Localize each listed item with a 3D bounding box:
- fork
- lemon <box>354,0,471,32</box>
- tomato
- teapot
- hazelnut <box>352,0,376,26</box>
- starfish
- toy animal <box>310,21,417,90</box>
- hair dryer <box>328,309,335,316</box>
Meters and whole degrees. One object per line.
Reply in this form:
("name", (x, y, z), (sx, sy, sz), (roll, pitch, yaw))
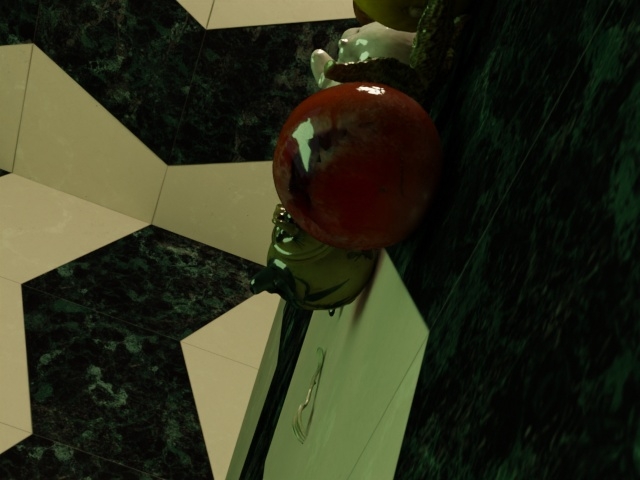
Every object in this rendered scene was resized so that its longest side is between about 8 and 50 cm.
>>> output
("fork", (-0.020, 0.254, 1.541), (0.219, 0.028, 0.034), (-75, 3, -54))
("lemon", (0.144, -0.433, 1.381), (0.240, 0.241, 0.219), (116, 152, -56))
("tomato", (0.043, -0.089, 1.087), (0.208, 0.208, 0.184), (-69, -15, 12))
("teapot", (0.000, 0.000, 1.391), (0.269, 0.173, 0.182), (-42, -44, -13))
("hazelnut", (0.168, -0.512, 1.951), (0.186, 0.210, 0.210), (-46, -7, -24))
("starfish", (0.131, -0.212, 1.279), (0.347, 0.078, 0.358), (-52, -27, -16))
("toy animal", (0.103, -0.320, 1.749), (0.265, 0.206, 0.271), (130, 147, -52))
("hair dryer", (0.022, 0.024, 1.736), (0.344, 0.107, 0.189), (-83, 15, -47))
